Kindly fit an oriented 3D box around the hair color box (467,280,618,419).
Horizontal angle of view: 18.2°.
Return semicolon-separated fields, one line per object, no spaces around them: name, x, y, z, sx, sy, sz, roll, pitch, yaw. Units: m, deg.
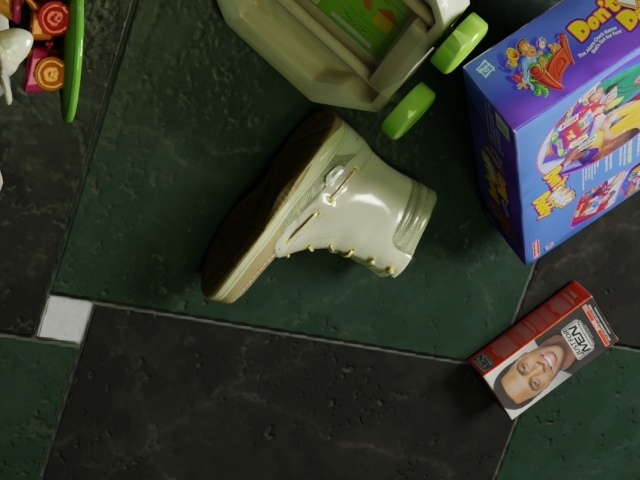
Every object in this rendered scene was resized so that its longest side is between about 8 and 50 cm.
hair color box;0.232;0.114;2.077;0.141;0.043;0.072;-37;122;-2

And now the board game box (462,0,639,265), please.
board game box;0.257;-0.124;1.847;0.233;0.078;0.347;-34;159;-6

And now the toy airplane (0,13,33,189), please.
toy airplane;-0.395;-0.237;1.525;0.384;0.272;0.386;16;120;13

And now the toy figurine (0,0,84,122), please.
toy figurine;-0.285;-0.191;1.700;0.159;0.130;0.173;4;104;-13

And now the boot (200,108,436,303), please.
boot;0.000;0.000;1.915;0.165;0.077;0.213;35;94;-32

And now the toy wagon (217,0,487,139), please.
toy wagon;0.022;-0.240;1.675;0.267;0.344;0.068;42;57;2
